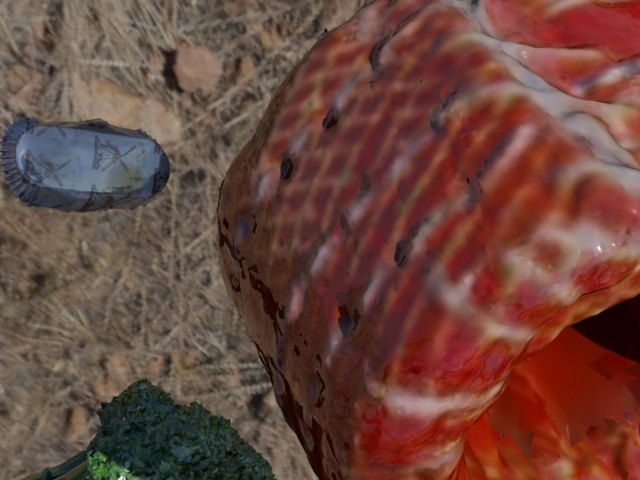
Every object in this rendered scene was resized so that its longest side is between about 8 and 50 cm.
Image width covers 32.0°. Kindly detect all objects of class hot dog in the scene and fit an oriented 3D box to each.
[{"bbox_3d":[-0.238,-0.078,1.154,0.053,0.192,0.099,5,94,50],"label":"hot dog"}]

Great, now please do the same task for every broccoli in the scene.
[{"bbox_3d":[-0.158,0.295,0.973,0.321,0.310,0.413,-31,38,37],"label":"broccoli"}]

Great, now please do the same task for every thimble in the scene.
[{"bbox_3d":[0.122,0.031,0.648,0.350,0.350,0.231,-27,49,1],"label":"thimble"}]
